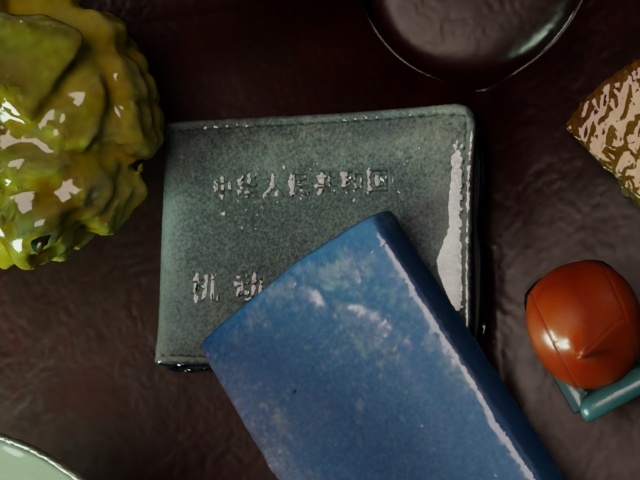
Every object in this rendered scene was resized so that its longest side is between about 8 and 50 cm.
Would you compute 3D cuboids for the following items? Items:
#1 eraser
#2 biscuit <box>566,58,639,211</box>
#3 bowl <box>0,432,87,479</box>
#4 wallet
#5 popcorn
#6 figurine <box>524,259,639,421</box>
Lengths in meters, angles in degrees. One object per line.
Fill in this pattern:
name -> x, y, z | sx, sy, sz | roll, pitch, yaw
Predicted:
eraser -> 0.064, 0.147, 0.971 | 0.144, 0.042, 0.312 | -37, 78, 22
biscuit -> 0.247, -0.042, 0.957 | 0.206, 0.025, 0.126 | 42, 100, 20
bowl -> -0.191, 0.280, 1.024 | 0.337, 0.157, 0.337 | -3, 83, 23
wallet -> -0.001, 0.000, 1.048 | 0.222, 0.036, 0.167 | -1, 83, 23
popcorn -> -0.208, -0.080, 1.063 | 0.218, 0.169, 0.189 | -4, 105, 8
figurine -> 0.148, 0.054, 0.923 | 0.068, 0.140, 0.075 | -28, 73, 13
